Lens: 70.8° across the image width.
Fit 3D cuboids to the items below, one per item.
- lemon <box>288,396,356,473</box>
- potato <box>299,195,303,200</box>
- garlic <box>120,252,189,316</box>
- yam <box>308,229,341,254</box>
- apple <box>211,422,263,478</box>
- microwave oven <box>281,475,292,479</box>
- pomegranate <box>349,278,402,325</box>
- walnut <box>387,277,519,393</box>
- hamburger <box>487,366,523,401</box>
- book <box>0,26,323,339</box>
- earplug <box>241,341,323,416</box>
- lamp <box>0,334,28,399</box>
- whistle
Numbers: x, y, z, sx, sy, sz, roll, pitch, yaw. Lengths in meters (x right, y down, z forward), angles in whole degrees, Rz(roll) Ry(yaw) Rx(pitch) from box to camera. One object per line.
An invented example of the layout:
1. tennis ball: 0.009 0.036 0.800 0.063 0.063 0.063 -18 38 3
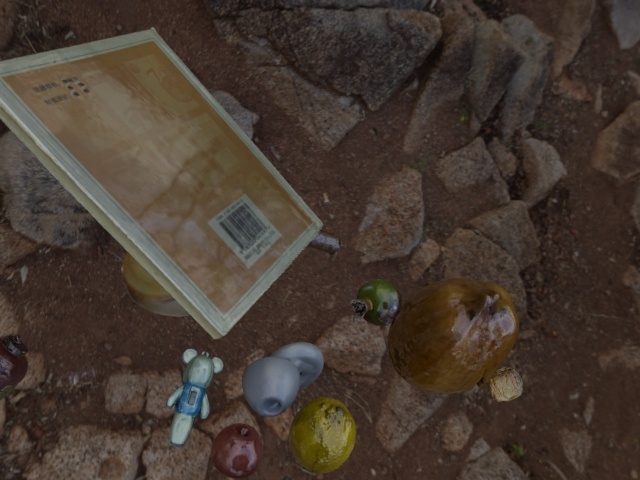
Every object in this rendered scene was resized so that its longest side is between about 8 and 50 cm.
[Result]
1. lemon: 0.007 0.592 1.372 0.204 0.204 0.260 8 126 -28
2. potato: -0.143 -0.061 1.506 0.146 0.150 0.234 31 73 -23
3. garlic: -0.307 0.074 0.976 0.151 0.338 0.197 1 93 -51
4. yam: 0.000 -0.002 1.625 0.141 0.079 0.079 18 88 -38
5. apple: -0.240 0.606 1.311 0.153 0.153 0.120 12 104 -29
6. microwave oven: -0.108 0.746 0.912 0.236 0.432 0.374 -45 78 2
7. pomegranate: 0.152 0.172 1.209 0.159 0.129 0.130 -31 117 -67
8. walnut: 0.242 0.167 0.819 0.208 0.336 0.209 4 61 -7
9. hamburger: 0.451 0.352 1.103 0.083 0.044 0.076 -21 78 17
10. book: -0.115 -0.060 0.367 0.242 0.018 0.170 49 42 -6
11. earplug: -0.113 0.443 1.449 0.325 0.175 0.214 -8 133 -57
12. lamp: -0.964 0.382 1.288 0.258 0.180 0.180 -45 114 -12
13. whistle: -0.324 0.392 1.129 0.113 0.077 0.236 26 53 -21
